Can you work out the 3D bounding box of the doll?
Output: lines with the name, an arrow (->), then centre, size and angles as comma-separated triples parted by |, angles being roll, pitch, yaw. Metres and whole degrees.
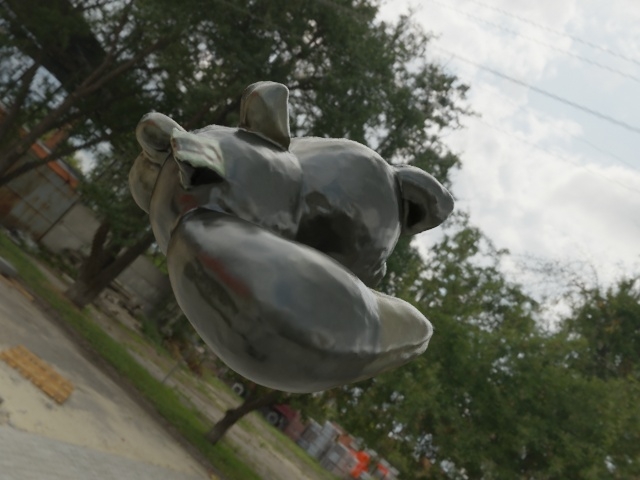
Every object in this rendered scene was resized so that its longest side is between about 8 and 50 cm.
doll -> -0.016, 0.027, 0.722 | 0.382, 0.252, 0.379 | 12, 45, -31
